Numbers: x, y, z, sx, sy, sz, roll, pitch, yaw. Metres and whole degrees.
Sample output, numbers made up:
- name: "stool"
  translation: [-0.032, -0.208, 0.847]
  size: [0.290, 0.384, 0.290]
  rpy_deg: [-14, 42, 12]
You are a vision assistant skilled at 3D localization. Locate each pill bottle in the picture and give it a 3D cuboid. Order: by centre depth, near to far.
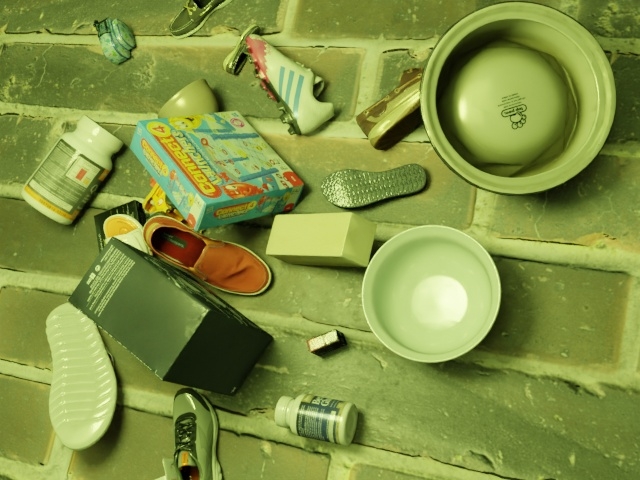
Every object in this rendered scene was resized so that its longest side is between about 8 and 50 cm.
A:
- name: "pill bottle"
  translation: [-0.011, 0.393, 1.652]
  size: [0.170, 0.094, 0.094]
  rpy_deg: [5, 76, 21]
- name: "pill bottle"
  translation: [-0.672, -0.194, 2.033]
  size: [0.162, 0.162, 0.278]
  rpy_deg: [36, 89, 25]

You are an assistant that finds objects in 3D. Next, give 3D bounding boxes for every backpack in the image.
- name: "backpack"
  translation: [-0.589, -0.576, 2.150]
  size: [0.084, 0.105, 0.114]
  rpy_deg: [-17, 74, 16]

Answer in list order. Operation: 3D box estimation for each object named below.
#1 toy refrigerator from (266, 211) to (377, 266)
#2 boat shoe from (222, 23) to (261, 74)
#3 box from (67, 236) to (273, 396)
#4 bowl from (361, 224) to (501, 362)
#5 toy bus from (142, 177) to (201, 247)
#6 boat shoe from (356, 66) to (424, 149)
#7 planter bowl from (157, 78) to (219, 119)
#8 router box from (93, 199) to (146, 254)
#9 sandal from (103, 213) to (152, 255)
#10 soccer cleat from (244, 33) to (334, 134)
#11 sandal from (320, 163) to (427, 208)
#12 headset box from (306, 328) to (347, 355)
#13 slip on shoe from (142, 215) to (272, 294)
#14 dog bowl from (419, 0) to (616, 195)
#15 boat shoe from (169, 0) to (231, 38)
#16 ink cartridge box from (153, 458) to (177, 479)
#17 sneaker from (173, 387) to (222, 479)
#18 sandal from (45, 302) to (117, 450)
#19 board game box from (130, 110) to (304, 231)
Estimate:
- name: "toy refrigerator"
  translation: [0.000, 0.000, 1.713]
  size: [0.270, 0.094, 0.102]
  rpy_deg: [0, 72, 48]
- name: "boat shoe"
  translation: [-0.205, -0.515, 2.023]
  size: [0.049, 0.056, 0.152]
  rpy_deg: [39, 99, 20]
- name: "box"
  translation: [-0.329, 0.181, 1.696]
  size: [0.313, 0.343, 0.179]
  rpy_deg: [33, 87, 25]
- name: "bowl"
  translation: [0.249, 0.124, 1.617]
  size: [0.298, 0.134, 0.297]
  rpy_deg: [-6, 72, 19]
- name: "toy bus"
  translation: [-0.384, -0.090, 1.917]
  size: [0.211, 0.149, 0.220]
  rpy_deg: [38, 92, 38]
- name: "boat shoe"
  translation: [0.232, -0.366, 1.783]
  size: [0.342, 0.123, 0.123]
  rpy_deg: [-40, 66, 12]
- name: "planter bowl"
  translation: [-0.332, -0.333, 1.967]
  size: [0.162, 0.162, 0.109]
  rpy_deg: [-40, 91, 5]
- name: "router box"
  translation: [-0.526, -0.004, 1.986]
  size: [0.133, 0.046, 0.178]
  rpy_deg: [-19, 69, 13]
- name: "sandal"
  translation: [-0.474, 0.055, 1.887]
  size: [0.102, 0.076, 0.265]
  rpy_deg: [-27, 89, 13]
- name: "soccer cleat"
  translation: [-0.078, -0.415, 1.925]
  size: [0.143, 0.116, 0.331]
  rpy_deg: [-27, 68, -6]
- name: "sandal"
  translation: [0.128, -0.125, 1.788]
  size: [0.255, 0.054, 0.097]
  rpy_deg: [-4, 80, 9]
- name: "headset box"
  translation: [0.011, 0.236, 1.709]
  size: [0.083, 0.062, 0.032]
  rpy_deg: [-25, 67, 11]
- name: "slip on shoe"
  translation: [-0.271, 0.043, 1.781]
  size: [0.331, 0.101, 0.123]
  rpy_deg: [27, 96, -12]
- name: "dog bowl"
  translation: [0.410, -0.294, 1.614]
  size: [0.408, 0.150, 0.407]
  rpy_deg: [0, 89, 1]
- name: "boat shoe"
  translation: [-0.344, -0.664, 2.107]
  size: [0.228, 0.069, 0.081]
  rpy_deg: [-38, 65, 6]
- name: "ink cartridge box"
  translation: [-0.341, 0.598, 1.705]
  size: [0.062, 0.104, 0.181]
  rpy_deg: [-23, 67, 12]
- name: "sneaker"
  translation: [-0.295, 0.472, 1.726]
  size: [0.100, 0.108, 0.271]
  rpy_deg: [-21, 67, 15]
- name: "sandal"
  translation: [-0.594, 0.336, 1.887]
  size: [0.170, 0.102, 0.416]
  rpy_deg: [-18, 55, -2]
- name: "board game box"
  translation: [-0.249, -0.180, 1.806]
  size: [0.308, 0.302, 0.086]
  rpy_deg: [48, 131, 25]
